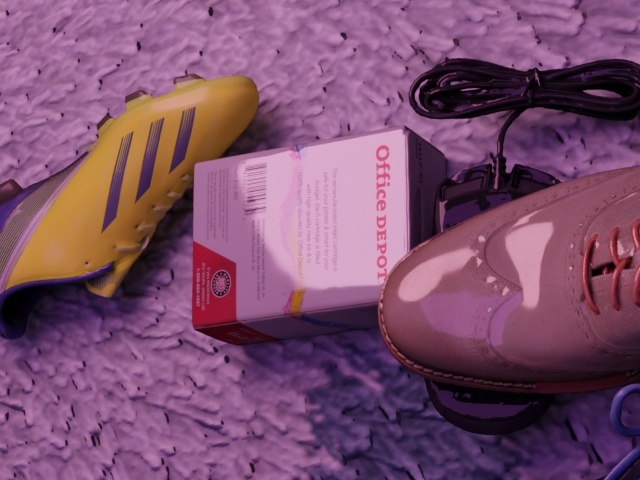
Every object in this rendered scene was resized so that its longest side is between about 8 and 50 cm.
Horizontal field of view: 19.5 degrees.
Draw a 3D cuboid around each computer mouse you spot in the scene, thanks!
[{"bbox_3d":[0.158,0.002,1.262,0.184,0.060,0.262,-4,75,10],"label":"computer mouse"}]

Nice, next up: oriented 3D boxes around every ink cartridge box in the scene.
[{"bbox_3d":[0.000,0.000,1.333,0.175,0.072,0.127,-8,71,27],"label":"ink cartridge box"}]

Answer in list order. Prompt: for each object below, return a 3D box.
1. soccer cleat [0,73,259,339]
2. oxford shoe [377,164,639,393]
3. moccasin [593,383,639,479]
[{"bbox_3d":[-0.153,-0.025,1.421,0.289,0.093,0.121,-32,73,19],"label":"soccer cleat"},{"bbox_3d":[0.208,0.006,1.128,0.397,0.146,0.140,-13,76,20],"label":"oxford shoe"},{"bbox_3d":[0.265,0.119,1.093,0.342,0.138,0.117,-21,85,37],"label":"moccasin"}]
